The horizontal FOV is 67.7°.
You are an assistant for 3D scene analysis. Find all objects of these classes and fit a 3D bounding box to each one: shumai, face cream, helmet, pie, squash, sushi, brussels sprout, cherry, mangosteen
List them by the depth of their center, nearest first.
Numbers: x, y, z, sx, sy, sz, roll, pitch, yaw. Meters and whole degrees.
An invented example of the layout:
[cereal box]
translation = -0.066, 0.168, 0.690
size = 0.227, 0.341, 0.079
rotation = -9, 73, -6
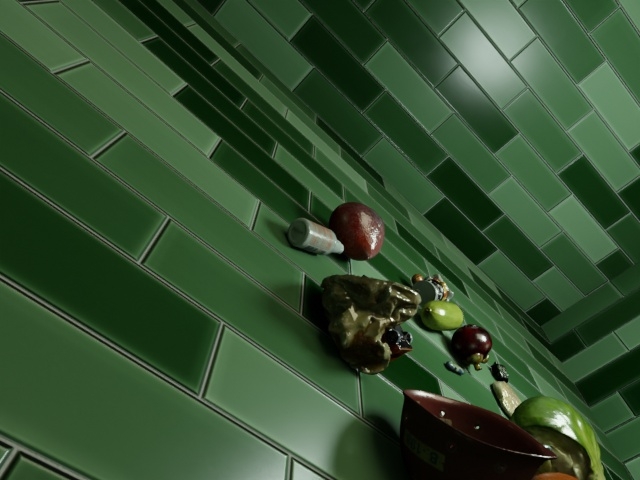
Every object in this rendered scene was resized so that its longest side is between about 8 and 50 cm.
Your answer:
[helmet]
translation = 0.346, 0.533, 1.158
size = 0.338, 0.229, 0.385
rotation = 21, -3, -36
[shumai]
translation = 0.113, 0.243, 1.392
size = 0.267, 0.314, 0.262
rotation = 28, 73, -45
[face cream]
translation = 0.000, 0.000, 1.673
size = 0.252, 0.101, 0.101
rotation = 21, 34, -50
[brussels sprout]
translation = 0.857, 0.757, 1.744
size = 0.371, 0.276, 0.315
rotation = 56, 26, 19
[cherry]
translation = 0.139, -0.025, 1.873
size = 0.240, 0.206, 0.239
rotation = 11, 76, -49
[squash]
translation = 0.503, 0.322, 2.037
size = 0.247, 0.132, 0.132
rotation = 13, 39, -50
[mangosteen]
translation = 0.653, 0.460, 2.053
size = 0.200, 0.200, 0.199
rotation = 40, 22, -20
[pie]
translation = 0.831, 0.712, 2.083
size = 0.218, 0.052, 0.185
rotation = 58, 22, 20
[sushi]
translation = 0.845, 0.626, 2.262
size = 0.085, 0.056, 0.083
rotation = 36, 31, -29

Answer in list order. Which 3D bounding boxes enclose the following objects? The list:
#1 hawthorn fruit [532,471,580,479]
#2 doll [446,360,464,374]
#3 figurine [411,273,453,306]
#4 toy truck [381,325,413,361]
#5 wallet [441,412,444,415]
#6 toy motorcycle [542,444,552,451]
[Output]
[hawthorn fruit]
translation = 0.773, 0.828, 1.505
size = 0.199, 0.252, 0.199
rotation = -18, 90, -88
[doll]
translation = 0.542, 0.512, 1.913
size = 0.125, 0.027, 0.037
rotation = 30, 20, -38
[figurine]
translation = 0.509, 0.229, 2.211
size = 0.236, 0.133, 0.175
rotation = 6, 48, -55
[toy truck]
translation = 0.194, 0.264, 1.563
size = 0.108, 0.114, 0.252
rotation = 18, 37, -52
[wallet]
translation = 0.422, 0.578, 1.569
size = 0.122, 0.025, 0.061
rotation = 33, 23, -34
[toy motorcycle]
translation = 0.622, 0.708, 1.559
size = 0.316, 0.168, 0.113
rotation = 24, 20, -27
